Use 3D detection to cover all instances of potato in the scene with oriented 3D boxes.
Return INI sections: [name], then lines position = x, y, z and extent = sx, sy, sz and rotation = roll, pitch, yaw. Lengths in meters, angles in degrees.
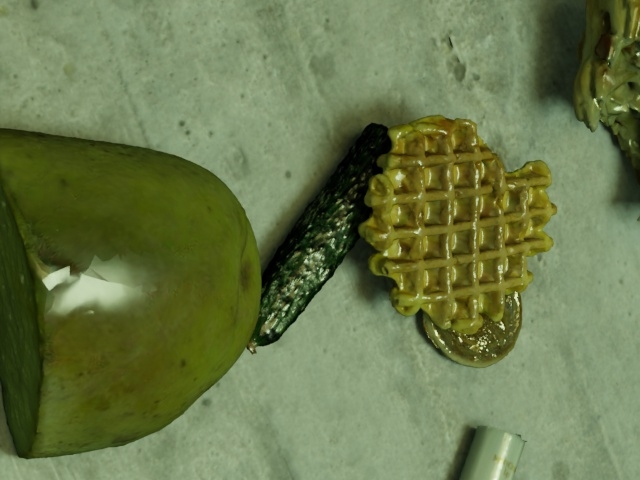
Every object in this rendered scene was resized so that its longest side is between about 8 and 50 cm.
[potato]
position = -0.166, 0.032, 1.475
extent = 0.280, 0.213, 0.330
rotation = -12, 94, -28

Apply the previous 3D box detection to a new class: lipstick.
[lipstick]
position = 0.157, 0.332, 1.714
extent = 0.059, 0.059, 0.264
rotation = 28, 74, -24

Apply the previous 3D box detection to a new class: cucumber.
[cucumber]
position = 0.000, 0.000, 1.648
extent = 0.067, 0.067, 0.293
rotation = 43, 69, -19

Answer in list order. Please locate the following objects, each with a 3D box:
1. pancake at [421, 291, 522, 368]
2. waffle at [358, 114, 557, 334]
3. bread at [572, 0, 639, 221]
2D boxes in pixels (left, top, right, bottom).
[pancake]
position = 0.172, 0.076, 1.758
extent = 0.139, 0.022, 0.139
rotation = 2, 85, -29
[waffle]
position = 0.149, -0.030, 1.687
extent = 0.249, 0.056, 0.253
rotation = -44, 118, -24
[bread]
position = 0.452, -0.150, 1.833
extent = 0.370, 0.191, 0.314
rotation = 6, 88, -23
